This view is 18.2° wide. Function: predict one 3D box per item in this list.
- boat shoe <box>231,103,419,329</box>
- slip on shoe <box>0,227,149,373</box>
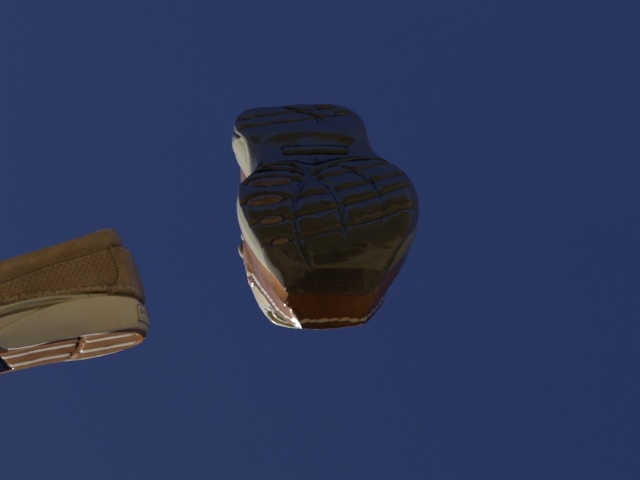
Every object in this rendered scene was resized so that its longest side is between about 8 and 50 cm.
[{"bbox_3d":[0.000,0.000,1.387,0.122,0.120,0.324,0,-160,-3],"label":"boat shoe"},{"bbox_3d":[-0.128,0.027,0.686,0.135,0.051,0.041,-12,-103,-3],"label":"slip on shoe"}]
